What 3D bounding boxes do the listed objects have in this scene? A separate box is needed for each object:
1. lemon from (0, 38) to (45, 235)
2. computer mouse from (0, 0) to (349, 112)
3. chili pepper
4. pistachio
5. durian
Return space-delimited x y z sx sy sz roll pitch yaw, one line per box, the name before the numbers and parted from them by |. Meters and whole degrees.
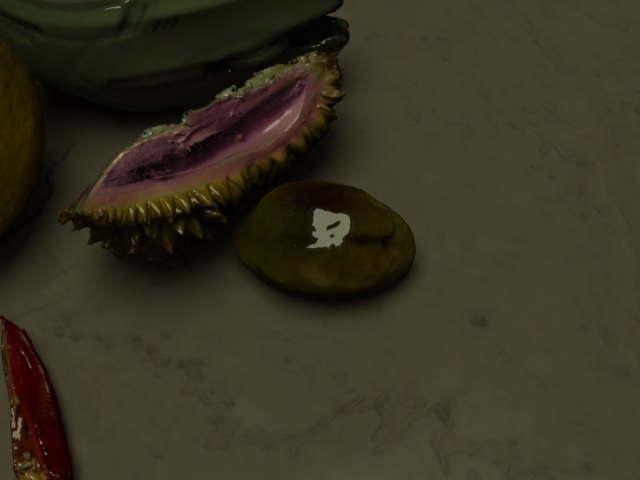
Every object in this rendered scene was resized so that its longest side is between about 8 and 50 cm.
lemon | -0.417 -0.104 1.232 0.293 0.293 0.293 -4 58 6
computer mouse | -0.185 -0.221 1.305 0.429 0.228 0.145 3 69 12
chili pepper | -0.272 0.181 1.165 0.050 0.059 0.268 7 46 -34
pistachio | -0.003 0.002 1.204 0.189 0.100 0.110 11 57 13
durian | -0.108 -0.067 1.234 0.341 0.191 0.112 -34 81 -26
